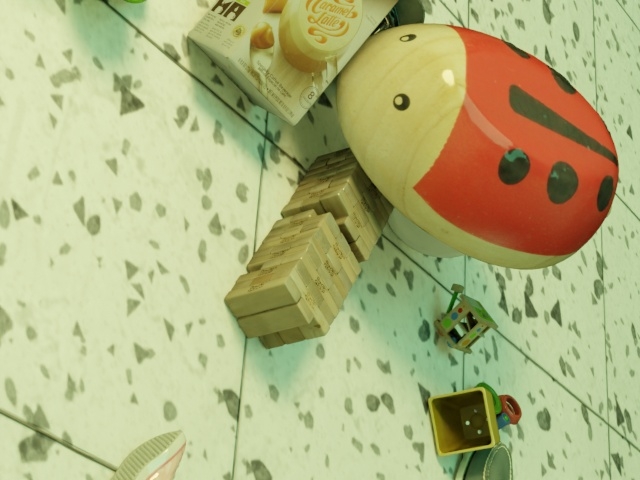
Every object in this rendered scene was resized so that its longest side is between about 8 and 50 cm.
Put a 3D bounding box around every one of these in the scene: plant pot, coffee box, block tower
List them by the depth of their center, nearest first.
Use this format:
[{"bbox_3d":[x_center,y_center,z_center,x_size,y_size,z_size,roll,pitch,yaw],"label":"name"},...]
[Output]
[{"bbox_3d":[-0.017,-0.281,1.780,0.246,0.098,0.141,-51,131,-5],"label":"coffee box"},{"bbox_3d":[0.000,0.000,1.817,0.091,0.097,0.335,61,35,-22],"label":"block tower"},{"bbox_3d":[0.203,0.247,2.049,0.083,0.081,0.081,16,62,-66],"label":"plant pot"}]

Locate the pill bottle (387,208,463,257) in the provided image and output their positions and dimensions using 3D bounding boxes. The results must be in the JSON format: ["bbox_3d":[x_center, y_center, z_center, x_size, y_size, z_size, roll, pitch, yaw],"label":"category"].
[{"bbox_3d":[0.192,-0.111,2.117,0.153,0.153,0.264,57,35,-26],"label":"pill bottle"}]

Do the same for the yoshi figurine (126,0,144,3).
[{"bbox_3d":[-0.193,-0.396,1.533,0.203,0.203,0.362,-83,163,-51],"label":"yoshi figurine"}]

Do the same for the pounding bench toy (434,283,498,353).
[{"bbox_3d":[0.194,0.109,2.116,0.052,0.065,0.083,23,26,-52],"label":"pounding bench toy"}]

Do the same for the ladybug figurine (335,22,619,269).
[{"bbox_3d":[0.225,-0.129,1.910,0.449,0.162,0.305,22,57,-33],"label":"ladybug figurine"}]

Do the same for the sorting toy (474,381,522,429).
[{"bbox_3d":[0.246,0.246,2.162,0.102,0.042,0.061,25,39,-38],"label":"sorting toy"}]

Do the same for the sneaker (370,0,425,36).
[{"bbox_3d":[0.060,-0.275,1.967,0.267,0.106,0.101,-25,93,-43],"label":"sneaker"}]

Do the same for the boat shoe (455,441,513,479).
[{"bbox_3d":[0.237,0.400,2.008,0.116,0.099,0.319,50,38,-34],"label":"boat shoe"}]

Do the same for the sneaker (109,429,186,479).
[{"bbox_3d":[-0.166,0.247,1.474,0.134,0.051,0.070,-48,119,-51],"label":"sneaker"}]
